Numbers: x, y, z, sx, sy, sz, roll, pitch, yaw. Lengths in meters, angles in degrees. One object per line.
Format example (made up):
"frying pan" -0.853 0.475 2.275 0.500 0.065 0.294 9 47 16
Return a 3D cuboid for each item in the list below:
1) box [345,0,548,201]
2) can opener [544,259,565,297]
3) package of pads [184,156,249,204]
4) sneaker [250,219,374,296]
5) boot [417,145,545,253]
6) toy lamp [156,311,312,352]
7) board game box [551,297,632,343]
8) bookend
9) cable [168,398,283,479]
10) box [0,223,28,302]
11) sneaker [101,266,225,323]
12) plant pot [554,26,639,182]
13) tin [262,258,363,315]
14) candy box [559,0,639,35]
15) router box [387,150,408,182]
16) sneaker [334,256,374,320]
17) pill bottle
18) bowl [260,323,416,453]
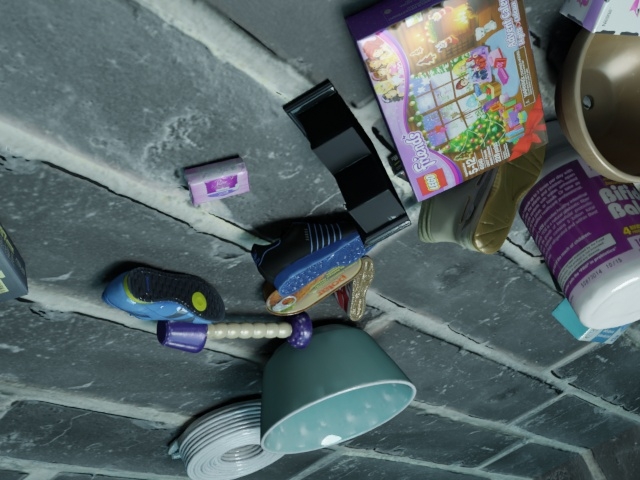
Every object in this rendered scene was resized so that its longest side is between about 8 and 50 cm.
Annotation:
"box" 0.172 -0.198 1.012 0.200 0.057 0.293 -24 137 5
"can opener" 0.534 0.071 1.646 0.095 0.076 0.283 -54 145 -8
"package of pads" -0.140 -0.081 1.070 0.083 0.032 0.050 -15 148 -10
"sneaker" 0.000 0.000 1.231 0.232 0.090 0.081 -26 152 -35
"boot" 0.239 -0.085 1.205 0.077 0.165 0.213 31 80 -27
"toy lamp" -0.146 0.152 1.360 0.274 0.080 0.080 2 140 -35
"board game box" 0.626 0.055 1.536 0.336 0.079 0.253 -50 150 17
"bookend" 0.036 -0.096 1.032 0.072 0.157 0.156 -29 147 11
"cable" -0.182 0.438 1.733 0.257 0.089 0.257 3 140 -32
"box" -0.492 0.012 0.982 0.183 0.059 0.233 -16 146 -7
"sneaker" -0.244 0.094 1.239 0.082 0.069 0.209 -26 150 34
"plant pot" 0.405 -0.196 1.091 0.237 0.238 0.109 -4 -177 -24
"tin" -0.014 0.064 1.343 0.189 0.040 0.106 -34 141 19
"candy box" 0.409 -0.332 0.948 0.196 0.070 0.165 -4 128 -25
"router box" 0.173 -0.129 1.168 0.122 0.038 0.092 -39 143 24
"sneaker" 0.058 0.075 1.403 0.042 0.067 0.119 3 110 -28
"pill bottle" 0.400 -0.033 1.190 0.169 0.302 0.169 -15 147 -10
"bowl" 0.010 0.274 1.527 0.311 0.163 0.312 -17 151 -10
